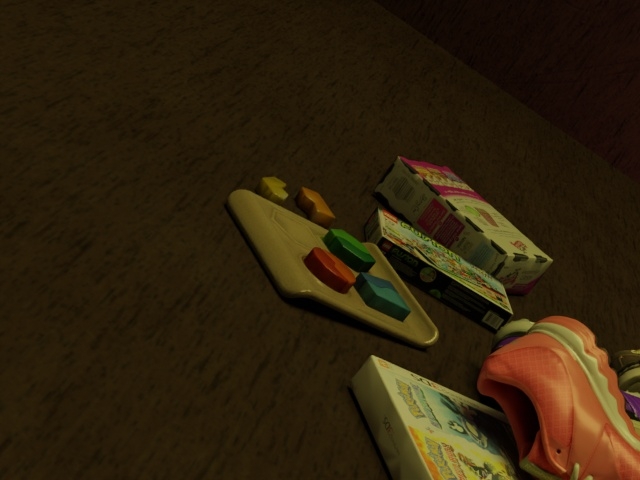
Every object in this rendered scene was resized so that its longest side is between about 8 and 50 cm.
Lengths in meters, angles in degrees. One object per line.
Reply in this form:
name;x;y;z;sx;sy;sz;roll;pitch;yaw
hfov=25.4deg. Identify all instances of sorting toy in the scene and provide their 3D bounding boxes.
sorting toy;0.000;0.000;1.691;0.229;0.041;0.307;21;23;-37

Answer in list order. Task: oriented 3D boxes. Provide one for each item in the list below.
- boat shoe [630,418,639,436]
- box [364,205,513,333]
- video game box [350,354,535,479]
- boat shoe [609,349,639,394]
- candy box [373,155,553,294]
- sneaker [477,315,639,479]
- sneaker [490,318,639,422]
boat shoe;0.377;0.290;1.525;0.302;0.109;0.098;34;16;-20
box;0.154;0.038;1.876;0.207;0.036;0.114;30;18;-13
video game box;0.137;0.213;1.384;0.187;0.048;0.205;23;21;-28
boat shoe;0.527;0.241;1.900;0.324;0.117;0.097;25;23;-11
candy box;0.207;-0.020;2.063;0.233;0.071;0.159;44;20;28
sneaker;0.262;0.227;1.392;0.136;0.116;0.314;-18;63;-33
sneaker;0.312;0.215;1.626;0.293;0.102;0.146;31;22;4
